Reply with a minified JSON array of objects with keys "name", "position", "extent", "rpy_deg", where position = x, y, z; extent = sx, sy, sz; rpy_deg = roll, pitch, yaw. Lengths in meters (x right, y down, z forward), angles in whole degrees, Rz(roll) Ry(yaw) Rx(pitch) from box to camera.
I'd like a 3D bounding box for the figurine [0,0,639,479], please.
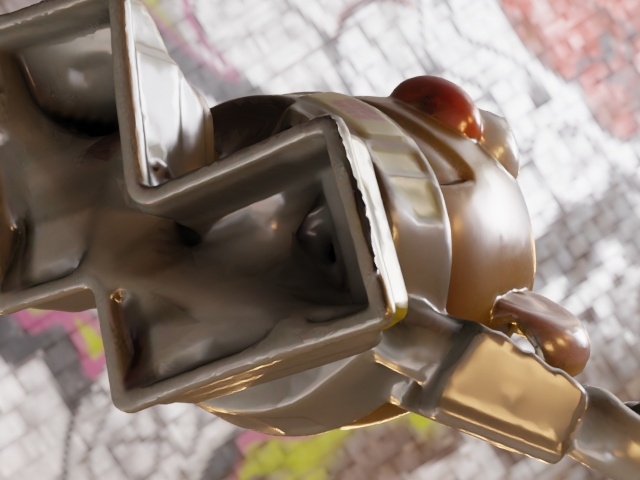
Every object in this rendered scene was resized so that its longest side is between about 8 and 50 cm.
[{"name":"figurine","position":[-0.001,0.000,0.749],"extent":[0.167,0.342,0.285],"rpy_deg":[-42,154,18]}]
